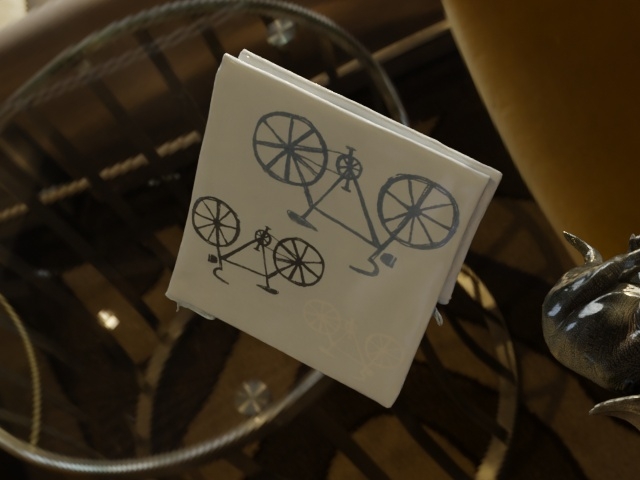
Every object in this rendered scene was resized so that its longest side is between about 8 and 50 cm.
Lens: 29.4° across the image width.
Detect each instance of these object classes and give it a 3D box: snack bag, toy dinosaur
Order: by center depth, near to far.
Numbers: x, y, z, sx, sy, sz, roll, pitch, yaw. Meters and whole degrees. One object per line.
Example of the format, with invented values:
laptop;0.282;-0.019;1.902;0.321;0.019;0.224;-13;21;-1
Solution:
toy dinosaur;0.255;0.066;1.051;0.160;0.121;0.313;-36;41;2
snack bag;0.000;0.000;1.346;0.323;0.343;0.037;25;33;12
